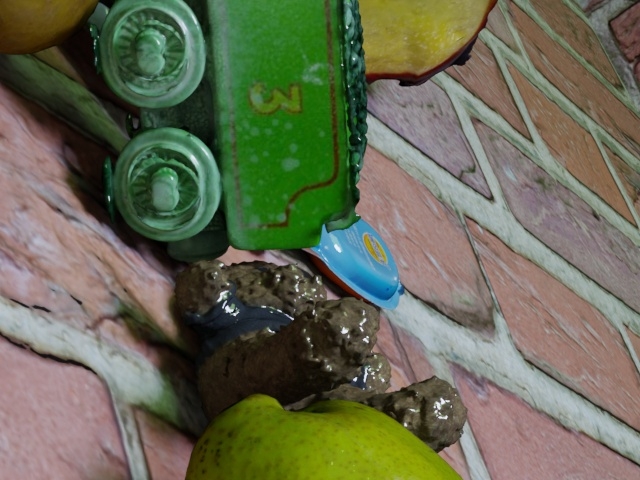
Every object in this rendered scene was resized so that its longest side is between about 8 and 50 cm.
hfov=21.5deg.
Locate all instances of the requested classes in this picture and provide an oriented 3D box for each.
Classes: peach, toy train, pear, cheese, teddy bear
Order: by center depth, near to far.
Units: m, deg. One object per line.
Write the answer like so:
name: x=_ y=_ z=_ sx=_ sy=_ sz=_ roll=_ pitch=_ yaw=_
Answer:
pear: x=0.012 y=0.186 z=0.991 sx=0.219 sy=0.187 sz=0.187 roll=58 pitch=20 yaw=3
teddy bear: x=-0.026 y=0.083 z=1.141 sx=0.182 sy=0.129 sz=0.251 roll=47 pitch=-6 yaw=-25
toy train: x=-0.060 y=-0.104 z=1.209 sx=0.132 sy=0.188 sz=0.243 roll=-78 pitch=166 yaw=-69
cheese: x=0.000 y=0.000 z=1.468 sx=0.256 sy=0.037 sz=0.106 roll=25 pitch=34 yaw=-51
peach: x=0.036 y=-0.323 z=1.762 sx=0.362 sy=0.258 sz=0.201 roll=12 pitch=44 yaw=-43

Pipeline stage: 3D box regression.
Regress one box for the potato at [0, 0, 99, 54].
potato: x=-0.212 y=-0.209 z=1.165 sx=0.203 sy=0.178 sz=0.158 roll=-83 pitch=151 yaw=-77

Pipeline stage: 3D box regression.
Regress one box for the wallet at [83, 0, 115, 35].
wallet: x=-0.120 y=-0.235 z=1.447 sx=0.252 sy=0.083 sz=0.360 roll=37 pitch=22 yaw=1
